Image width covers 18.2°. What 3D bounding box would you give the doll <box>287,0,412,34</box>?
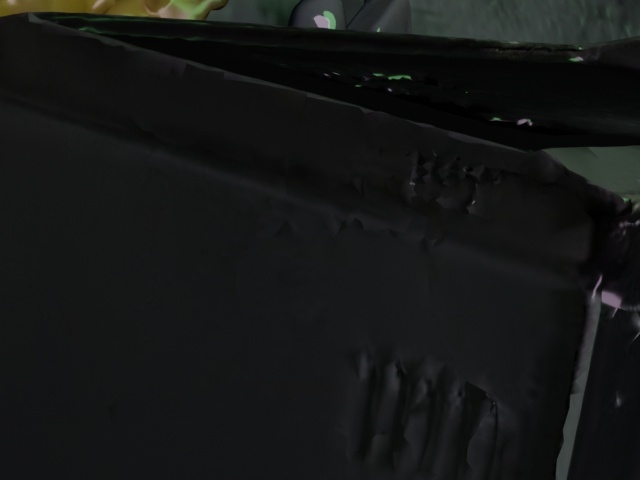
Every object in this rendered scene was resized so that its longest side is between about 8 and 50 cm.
[{"bbox_3d":[0.000,0.000,0.588,0.096,0.070,0.195,44,53,-47],"label":"doll"}]

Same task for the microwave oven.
[{"bbox_3d":[0.070,0.066,0.484,0.295,0.181,0.238,-4,106,-52],"label":"microwave oven"}]

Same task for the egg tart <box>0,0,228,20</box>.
[{"bbox_3d":[-0.091,-0.091,0.469,0.252,0.098,0.232,3,84,-61],"label":"egg tart"}]
